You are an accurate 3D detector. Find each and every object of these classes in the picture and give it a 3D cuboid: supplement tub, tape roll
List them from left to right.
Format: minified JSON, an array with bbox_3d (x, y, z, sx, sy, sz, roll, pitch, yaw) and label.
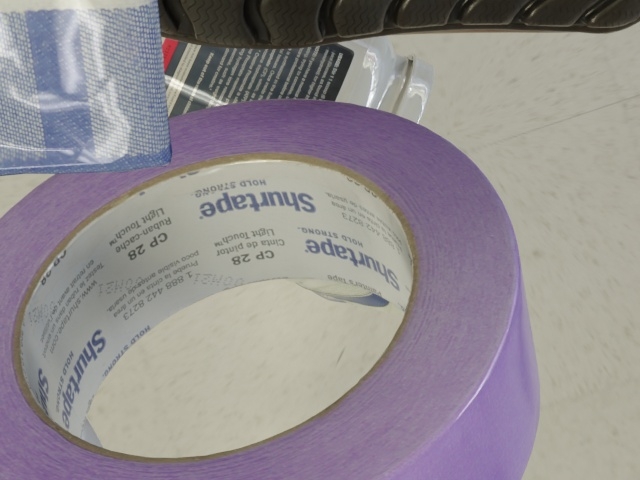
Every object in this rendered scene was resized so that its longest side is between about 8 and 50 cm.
[{"bbox_3d":[-0.039,0.054,0.687,0.275,0.274,0.090,-12,132,6],"label":"tape roll"},{"bbox_3d":[-0.050,-0.149,1.400,0.272,0.191,0.191,25,96,-7],"label":"supplement tub"}]

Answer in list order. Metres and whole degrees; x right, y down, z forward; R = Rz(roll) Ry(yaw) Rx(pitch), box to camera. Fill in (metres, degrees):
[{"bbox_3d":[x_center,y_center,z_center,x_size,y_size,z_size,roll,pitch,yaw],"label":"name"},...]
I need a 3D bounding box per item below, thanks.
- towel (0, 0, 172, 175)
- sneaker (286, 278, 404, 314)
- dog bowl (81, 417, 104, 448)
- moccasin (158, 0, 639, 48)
[{"bbox_3d":[-0.151,-0.139,0.384,0.209,0.034,0.285,-3,123,0],"label":"towel"},{"bbox_3d":[0.000,0.000,1.195,0.131,0.296,0.112,34,94,-16],"label":"sneaker"},{"bbox_3d":[-0.253,0.134,0.847,0.265,0.104,0.265,20,138,19],"label":"dog bowl"},{"bbox_3d":[0.003,-0.182,0.708,0.380,0.147,0.139,-7,137,-24],"label":"moccasin"}]
